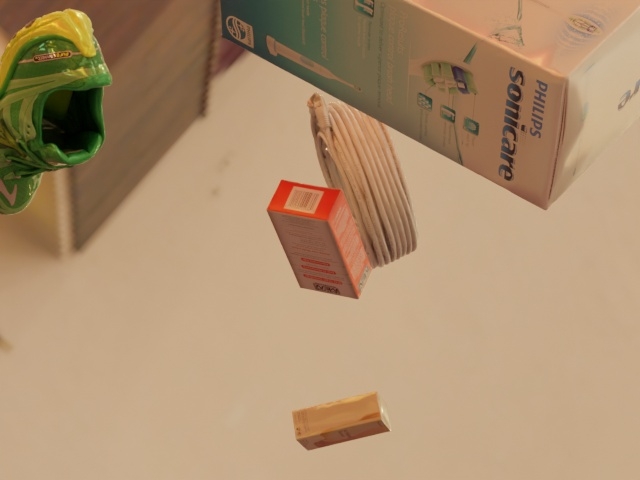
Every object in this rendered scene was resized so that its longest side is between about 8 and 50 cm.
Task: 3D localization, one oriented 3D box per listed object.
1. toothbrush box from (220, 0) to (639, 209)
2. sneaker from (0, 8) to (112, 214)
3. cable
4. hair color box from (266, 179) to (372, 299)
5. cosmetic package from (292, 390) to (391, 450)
[{"bbox_3d":[0.104,-0.184,1.167,0.295,0.216,0.126,32,-35,25],"label":"toothbrush box"},{"bbox_3d":[-0.301,-0.111,1.735,0.123,0.109,0.295,56,-40,20],"label":"sneaker"},{"bbox_3d":[0.065,-0.087,2.438,0.257,0.089,0.257,90,-22,-72],"label":"cable"},{"bbox_3d":[0.000,0.000,1.699,0.072,0.043,0.141,11,-33,23],"label":"hair color box"},{"bbox_3d":[0.027,0.230,2.098,0.060,0.115,0.041,52,26,-63],"label":"cosmetic package"}]
